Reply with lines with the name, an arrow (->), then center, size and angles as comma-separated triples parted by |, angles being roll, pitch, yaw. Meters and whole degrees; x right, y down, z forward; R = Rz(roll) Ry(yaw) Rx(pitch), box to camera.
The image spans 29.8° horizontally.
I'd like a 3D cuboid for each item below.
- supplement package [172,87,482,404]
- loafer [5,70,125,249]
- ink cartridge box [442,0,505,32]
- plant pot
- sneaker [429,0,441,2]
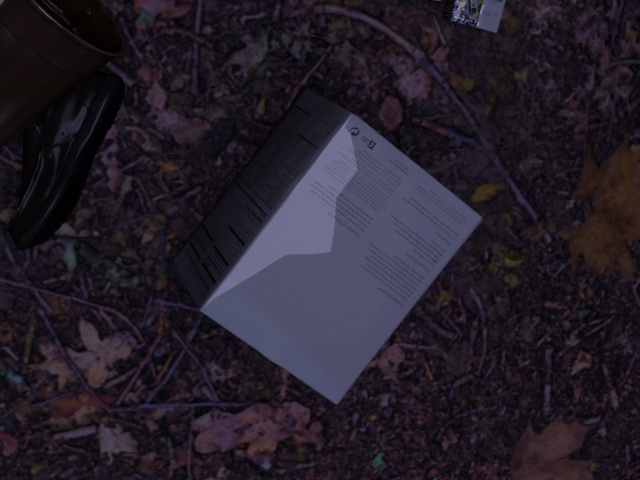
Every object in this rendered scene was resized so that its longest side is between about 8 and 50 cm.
supplement package -> 0.000, 0.000, 1.360 | 0.199, 0.198, 0.262 | 37, 93, -22
loafer -> -0.294, -0.095, 1.329 | 0.078, 0.080, 0.220 | 27, 87, 3
ink cartridge box -> 0.191, -0.309, 1.418 | 0.063, 0.029, 0.115 | 11, 102, -17
plant pot -> -0.317, -0.195, 1.238 | 0.165, 0.167, 0.167 | -43, 112, 15
sneaker -> 0.092, -0.338, 1.368 | 0.161, 0.057, 0.075 | 33, 100, -18
